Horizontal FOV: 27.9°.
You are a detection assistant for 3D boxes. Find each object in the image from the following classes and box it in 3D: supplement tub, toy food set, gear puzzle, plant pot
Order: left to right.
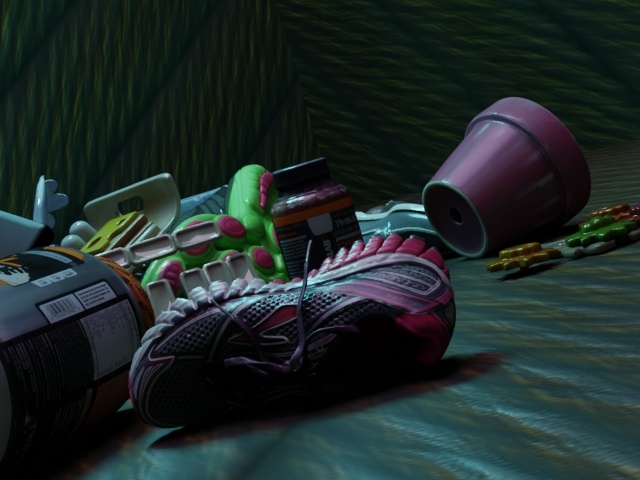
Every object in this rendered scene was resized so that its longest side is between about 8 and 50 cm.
[{"bbox_3d":[-0.292,0.112,1.233,0.193,0.193,0.316,-15,3,19],"label":"supplement tub"},{"bbox_3d":[-0.335,0.031,1.661,0.219,0.092,0.306,-16,27,48],"label":"toy food set"},{"bbox_3d":[0.000,0.000,1.608,0.106,0.198,0.106,-17,4,1],"label":"supplement tub"},{"bbox_3d":[0.251,-0.074,1.836,0.180,0.201,0.201,-36,12,-25],"label":"plant pot"},{"bbox_3d":[0.341,-0.019,1.580,0.339,0.044,0.175,-18,4,-23],"label":"gear puzzle"}]

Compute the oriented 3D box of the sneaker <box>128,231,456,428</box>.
[{"bbox_3d":[-0.031,0.089,1.097,0.299,0.121,0.112,-23,32,13],"label":"sneaker"}]

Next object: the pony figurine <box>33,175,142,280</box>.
[{"bbox_3d":[-0.436,0.091,1.999,0.363,0.303,0.351,-30,15,-5],"label":"pony figurine"}]

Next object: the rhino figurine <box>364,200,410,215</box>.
[{"bbox_3d":[0.085,-0.022,2.615,0.243,0.073,0.106,-18,-4,12],"label":"rhino figurine"}]

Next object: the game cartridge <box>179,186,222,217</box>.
[{"bbox_3d":[-0.220,0.023,2.268,0.062,0.198,0.297,-29,10,-34],"label":"game cartridge"}]

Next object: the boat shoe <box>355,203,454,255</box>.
[{"bbox_3d":[0.109,0.013,2.018,0.319,0.116,0.099,-2,56,49],"label":"boat shoe"}]

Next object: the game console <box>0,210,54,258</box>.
[{"bbox_3d":[-0.385,0.078,1.800,0.361,0.044,0.213,16,57,16],"label":"game console"}]

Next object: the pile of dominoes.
[{"bbox_3d":[-0.189,0.089,1.519,0.251,0.196,0.040,-18,-32,-15],"label":"pile of dominoes"}]

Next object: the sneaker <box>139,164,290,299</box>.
[{"bbox_3d":[-0.149,0.049,1.784,0.202,0.185,0.483,-39,4,19],"label":"sneaker"}]
